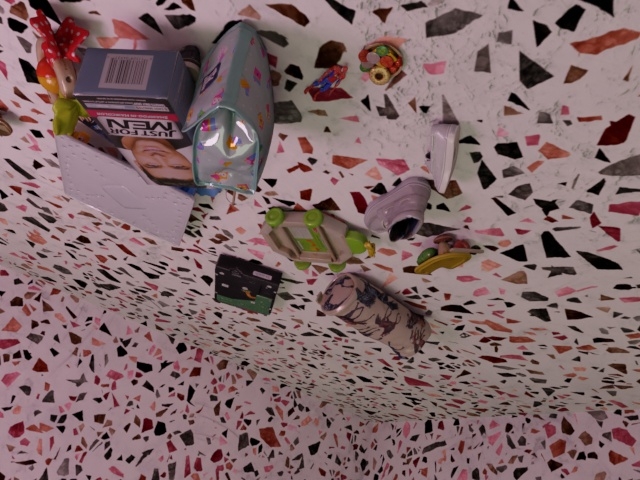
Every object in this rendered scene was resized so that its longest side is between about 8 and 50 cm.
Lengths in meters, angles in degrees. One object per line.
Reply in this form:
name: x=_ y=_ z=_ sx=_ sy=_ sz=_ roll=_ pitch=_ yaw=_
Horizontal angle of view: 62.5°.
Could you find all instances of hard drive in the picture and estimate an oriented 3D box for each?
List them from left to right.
hard drive: x=-0.278 y=0.175 z=1.980 sx=0.236 sy=0.064 sz=0.339 roll=17 pitch=150 yaw=-2

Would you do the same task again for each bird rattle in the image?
bird rattle: x=-0.564 y=-0.357 z=1.126 sx=0.206 sy=0.143 sz=0.254 roll=24 pitch=138 yaw=42

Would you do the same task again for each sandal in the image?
sandal: x=-0.906 y=-0.338 z=1.441 sx=0.180 sy=0.049 sz=0.072 roll=20 pitch=148 yaw=24

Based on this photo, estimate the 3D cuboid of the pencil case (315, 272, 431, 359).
pencil case: x=0.184 y=0.259 z=1.799 sx=0.410 sy=0.160 sz=0.183 roll=33 pitch=132 yaw=-28

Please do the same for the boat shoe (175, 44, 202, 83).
boat shoe: x=-0.319 y=-0.348 z=1.116 sx=0.206 sy=0.065 sz=0.075 roll=-12 pitch=157 yaw=42

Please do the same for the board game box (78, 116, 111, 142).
board game box: x=-0.479 y=-0.313 z=1.268 sx=0.243 sy=0.042 sz=0.165 roll=-16 pitch=138 yaw=43

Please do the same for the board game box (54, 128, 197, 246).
board game box: x=-0.567 y=-0.145 z=1.552 sx=0.389 sy=0.050 sz=0.390 roll=26 pitch=153 yaw=-11

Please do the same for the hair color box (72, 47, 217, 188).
hair color box: x=-0.345 y=-0.245 z=1.140 sx=0.185 sy=0.114 sz=0.374 roll=4 pitch=161 yaw=6

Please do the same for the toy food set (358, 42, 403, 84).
toy food set: x=0.110 y=-0.328 z=0.972 sx=0.082 sy=0.020 sz=0.083 roll=34 pitch=146 yaw=-29

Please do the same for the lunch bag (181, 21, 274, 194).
lunch bag: x=-0.170 y=-0.254 z=1.031 sx=0.159 sy=0.224 sz=0.262 roll=9 pitch=151 yaw=-2

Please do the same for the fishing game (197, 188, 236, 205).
fishing game: x=-0.338 y=-0.186 z=1.421 sx=0.263 sy=0.041 sz=0.189 roll=25 pitch=150 yaw=1

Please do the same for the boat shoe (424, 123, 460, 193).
boat shoe: x=0.254 y=-0.174 z=1.125 sx=0.063 sy=0.066 sz=0.184 roll=18 pitch=153 yaw=19

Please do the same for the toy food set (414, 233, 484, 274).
toy food set: x=0.337 y=0.030 z=1.437 sx=0.128 sy=0.071 sz=0.218 roll=1 pitch=159 yaw=-23

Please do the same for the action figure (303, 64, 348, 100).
action figure: x=0.014 y=-0.313 z=1.041 sx=0.038 sy=0.030 sz=0.115 roll=37 pitch=143 yaw=-24

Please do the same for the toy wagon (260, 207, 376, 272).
toy wagon: x=0.000 y=0.000 z=1.542 sx=0.343 sy=0.068 sz=0.267 roll=2 pitch=148 yaw=22

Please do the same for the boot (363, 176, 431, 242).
boot: x=0.176 y=-0.050 z=1.310 sx=0.095 sy=0.124 sz=0.258 roll=24 pitch=150 yaw=-13
